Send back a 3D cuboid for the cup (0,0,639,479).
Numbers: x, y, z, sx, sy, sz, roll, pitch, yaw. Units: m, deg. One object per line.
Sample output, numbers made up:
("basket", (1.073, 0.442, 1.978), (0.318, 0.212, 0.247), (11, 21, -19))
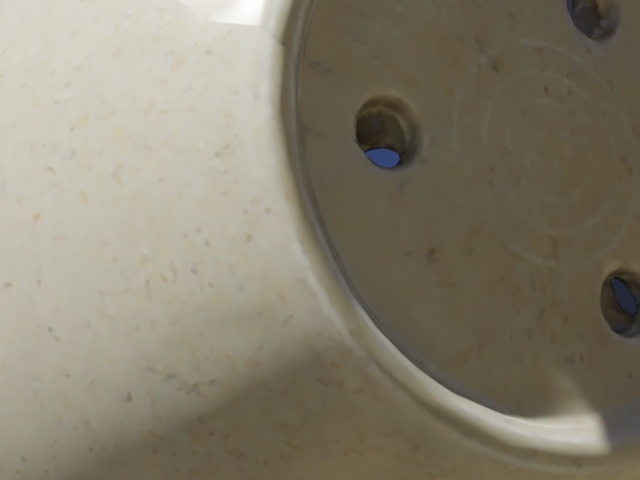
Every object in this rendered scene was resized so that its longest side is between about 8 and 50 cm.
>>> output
("cup", (0.000, 0.000, 0.452), (0.331, 0.331, 0.237), (-6, -8, -31))
